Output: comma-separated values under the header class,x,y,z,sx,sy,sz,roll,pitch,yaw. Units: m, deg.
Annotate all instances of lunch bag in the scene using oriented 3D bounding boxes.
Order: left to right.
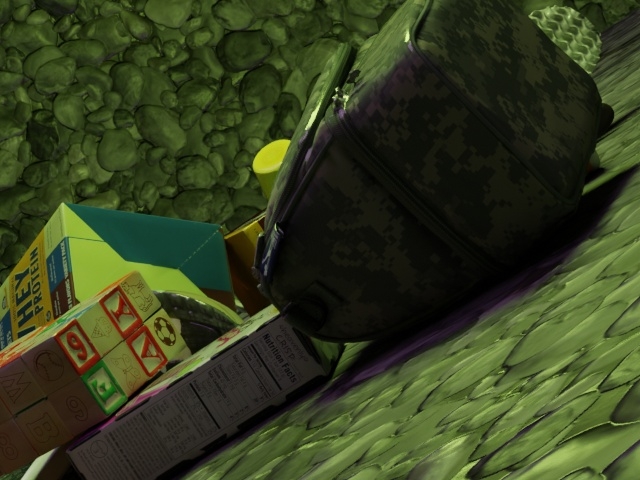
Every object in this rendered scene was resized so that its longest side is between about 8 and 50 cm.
class,x,y,z,sx,sy,sz,roll,pitch,yaw
lunch bag,0.077,-0.065,1.634,0.256,0.212,0.305,-45,10,26

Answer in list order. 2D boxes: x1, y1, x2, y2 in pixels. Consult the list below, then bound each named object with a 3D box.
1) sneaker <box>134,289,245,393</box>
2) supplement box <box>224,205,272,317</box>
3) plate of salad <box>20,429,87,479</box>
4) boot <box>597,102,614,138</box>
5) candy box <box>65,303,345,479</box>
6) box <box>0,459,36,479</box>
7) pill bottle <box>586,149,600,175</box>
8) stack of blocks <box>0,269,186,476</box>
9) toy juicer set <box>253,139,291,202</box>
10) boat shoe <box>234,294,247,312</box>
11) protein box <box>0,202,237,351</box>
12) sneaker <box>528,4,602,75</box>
class,x,y,z,sx,sy,sz,roll,pitch,yaw
sneaker,-0.156,0.125,1.965,0.182,0.158,0.410,-15,-3,-36
supplement box,0.000,0.000,2.196,0.194,0.129,0.191,-34,3,-17
plate of salad,-0.252,0.229,1.841,0.200,0.048,0.200,-50,8,10
boot,0.269,-0.112,2.094,0.106,0.037,0.114,-35,-1,3
candy box,-0.097,0.135,1.692,0.233,0.071,0.159,-32,3,9
box,-0.352,0.275,2.170,0.233,0.059,0.183,-34,3,-20
pill bottle,0.180,-0.064,1.815,0.152,0.086,0.086,-33,3,3
stack of blocks,-0.288,0.153,1.775,0.297,0.087,0.171,-30,7,27
toy juicer set,0.087,-0.061,1.983,0.209,0.089,0.329,-42,37,-10
boat shoe,-0.091,0.054,2.570,0.084,0.095,0.258,-30,1,-13
protein box,-0.231,0.077,2.143,0.200,0.136,0.201,8,-36,-30
sneaker,0.191,-0.132,2.114,0.293,0.102,0.146,-52,1,-14
